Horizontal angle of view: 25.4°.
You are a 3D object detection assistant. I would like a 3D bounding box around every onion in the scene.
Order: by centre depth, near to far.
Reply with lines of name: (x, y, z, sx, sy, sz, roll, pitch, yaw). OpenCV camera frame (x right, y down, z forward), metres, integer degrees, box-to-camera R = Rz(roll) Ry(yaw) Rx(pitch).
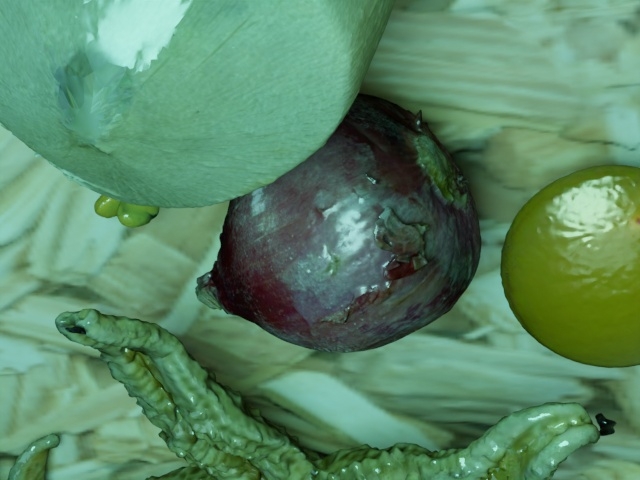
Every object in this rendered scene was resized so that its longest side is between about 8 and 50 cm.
onion: (0.000, 0.000, 0.877, 0.195, 0.159, 0.159, -30, 107, 28)

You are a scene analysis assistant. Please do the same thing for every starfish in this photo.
starfish: (-0.050, 0.151, 0.970, 0.324, 0.082, 0.432, 29, 143, -9)

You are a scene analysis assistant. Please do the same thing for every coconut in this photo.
coconut: (-0.088, -0.142, 0.762, 0.244, 0.247, 0.245, 9, 128, 13)

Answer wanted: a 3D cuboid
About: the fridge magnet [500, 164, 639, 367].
fridge magnet: (0.185, 0.016, 0.898, 0.143, 0.063, 0.143, 5, 119, 8)

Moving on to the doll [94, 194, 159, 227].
doll: (-0.161, -0.088, 0.912, 0.089, 0.102, 0.179, -28, 110, -22)
